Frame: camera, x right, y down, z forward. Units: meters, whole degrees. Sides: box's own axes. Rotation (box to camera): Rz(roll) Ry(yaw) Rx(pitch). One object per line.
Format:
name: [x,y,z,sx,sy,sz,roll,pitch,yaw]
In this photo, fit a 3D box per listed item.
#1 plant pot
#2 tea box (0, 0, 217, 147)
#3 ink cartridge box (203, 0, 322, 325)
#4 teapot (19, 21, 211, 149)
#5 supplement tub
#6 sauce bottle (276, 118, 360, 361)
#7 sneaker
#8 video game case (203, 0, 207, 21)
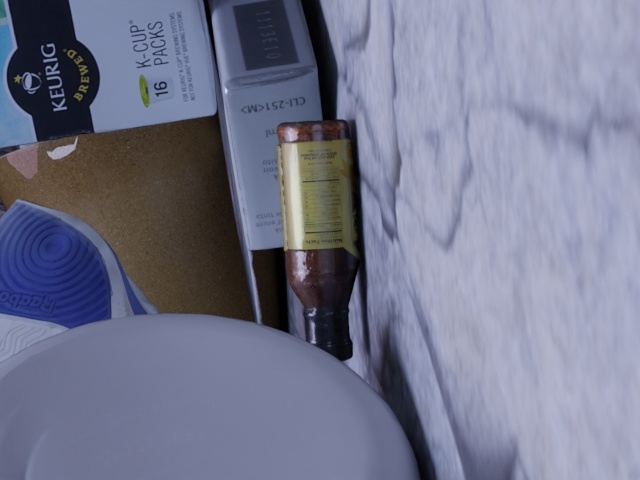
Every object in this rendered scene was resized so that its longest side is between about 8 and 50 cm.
plant pot: [-0.129,0.016,1.260,0.237,0.237,0.254,-150,41,-82]
tea box: [-0.250,-0.204,0.989,0.329,0.323,0.220,-109,10,-66]
ink cartridge box: [-0.039,-0.086,0.994,0.275,0.060,0.239,-103,5,-49]
teapot: [-0.184,-0.152,1.532,0.187,0.252,0.256,-79,2,-59]
supplement tub: [-0.068,0.219,0.717,0.228,0.228,0.316,-104,11,-54]
sauce bottle: [0.000,0.000,0.789,0.042,0.042,0.128,-138,44,-80]
sneaker: [-0.105,0.120,0.972,0.315,0.127,0.182,32,158,24]
video game case: [-0.122,-0.325,1.594,0.232,0.042,0.210,92,171,-46]
